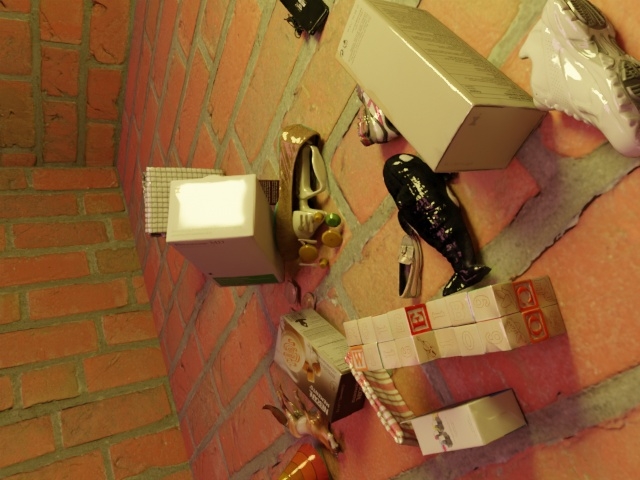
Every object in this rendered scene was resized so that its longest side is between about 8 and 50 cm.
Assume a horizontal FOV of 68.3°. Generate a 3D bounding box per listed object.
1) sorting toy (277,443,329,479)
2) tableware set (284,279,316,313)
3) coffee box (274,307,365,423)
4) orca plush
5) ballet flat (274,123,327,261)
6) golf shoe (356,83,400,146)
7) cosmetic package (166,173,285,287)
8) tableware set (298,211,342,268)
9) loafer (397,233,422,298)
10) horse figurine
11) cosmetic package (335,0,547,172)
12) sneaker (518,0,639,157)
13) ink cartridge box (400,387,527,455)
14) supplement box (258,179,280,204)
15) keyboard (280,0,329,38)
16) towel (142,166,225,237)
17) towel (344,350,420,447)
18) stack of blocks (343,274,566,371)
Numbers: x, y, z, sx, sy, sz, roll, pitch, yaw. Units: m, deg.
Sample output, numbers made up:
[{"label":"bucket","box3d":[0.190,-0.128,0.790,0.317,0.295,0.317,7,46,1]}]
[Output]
[{"label":"sorting toy","box3d":[-0.012,0.704,1.160,0.127,0.126,0.365,-45,65,51]},{"label":"tableware set","box3d":[-0.056,0.192,1.282,0.169,0.020,0.141,23,115,52]},{"label":"coffee box","box3d":[-0.001,0.287,1.121,0.246,0.098,0.141,35,124,45]},{"label":"orca plush","box3d":[0.162,-0.041,0.807,0.151,0.102,0.287,-40,58,49]},{"label":"ballet flat","box3d":[-0.040,-0.110,1.149,0.124,0.116,0.342,8,99,37]},{"label":"golf shoe","box3d":[0.115,-0.276,0.909,0.086,0.067,0.186,-7,84,26]},{"label":"cosmetic package","box3d":[-0.211,-0.008,1.156,0.365,0.197,0.155,69,-162,-69]},{"label":"tableware set","box3d":[0.000,0.000,1.116,0.024,0.104,0.154,-73,-13,-57]},{"label":"loafer","box3d":[0.164,0.049,0.892,0.045,0.039,0.125,4,98,58]},{"label":"horse figurine","box3d":[-0.049,0.470,1.258,0.263,0.066,0.174,-21,94,48]},{"label":"cosmetic package","box3d":[0.169,-0.246,0.728,0.309,0.160,0.113,61,142,33]},{"label":"sneaker","box3d":[0.324,-0.185,0.579,0.115,0.091,0.232,121,139,-57]},{"label":"ink cartridge box","box3d":[0.227,0.302,0.775,0.181,0.104,0.061,-46,56,51]},{"label":"supplement box","box3d":[-0.216,-0.129,1.273,0.130,0.240,0.073,11,104,57]},{"label":"keyboard","box3d":[-0.042,-0.553,1.138,0.100,0.038,0.192,-46,53,23]},{"label":"towel","box3d":[-0.469,-0.132,1.632,0.121,0.284,0.234,8,101,58]},{"label":"towel","box3d":[0.130,0.304,0.910,0.029,0.144,0.197,-43,53,10]},{"label":"stack of blocks","box3d":[0.191,0.136,0.742,0.297,0.171,0.087,-29,71,55]}]
